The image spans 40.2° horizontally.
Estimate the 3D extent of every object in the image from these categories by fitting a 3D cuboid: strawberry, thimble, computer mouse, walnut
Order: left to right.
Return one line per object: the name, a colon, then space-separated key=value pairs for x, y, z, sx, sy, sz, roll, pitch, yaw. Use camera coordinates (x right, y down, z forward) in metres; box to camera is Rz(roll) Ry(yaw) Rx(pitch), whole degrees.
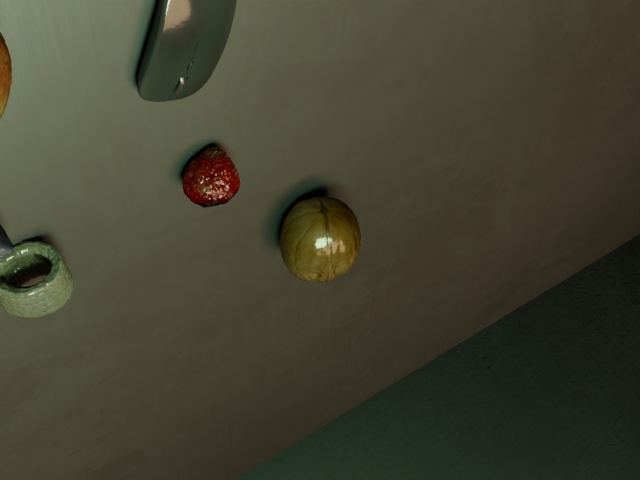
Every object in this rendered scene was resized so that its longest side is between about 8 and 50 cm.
thimble: x=-0.457 y=0.065 z=1.387 sx=0.115 sy=0.102 sz=0.090 roll=-4 pitch=147 yaw=-2
computer mouse: x=-0.188 y=-0.286 z=1.228 sx=0.120 sy=0.057 sz=0.232 roll=-12 pitch=142 yaw=-40
strawberry: x=-0.185 y=-0.106 z=1.473 sx=0.106 sy=0.106 sz=0.106 roll=-29 pitch=151 yaw=-18
walnut: x=0.000 y=0.000 z=1.780 sx=0.167 sy=0.167 sz=0.207 roll=-29 pitch=153 yaw=-19

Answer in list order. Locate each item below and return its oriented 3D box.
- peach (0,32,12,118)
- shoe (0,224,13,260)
peach: x=-0.443 y=-0.188 z=0.952 sx=0.232 sy=0.232 sz=0.232 roll=-29 pitch=151 yaw=-18
shoe: x=-0.548 y=0.007 z=1.206 sx=0.137 sy=0.095 sz=0.245 roll=-43 pitch=149 yaw=17
